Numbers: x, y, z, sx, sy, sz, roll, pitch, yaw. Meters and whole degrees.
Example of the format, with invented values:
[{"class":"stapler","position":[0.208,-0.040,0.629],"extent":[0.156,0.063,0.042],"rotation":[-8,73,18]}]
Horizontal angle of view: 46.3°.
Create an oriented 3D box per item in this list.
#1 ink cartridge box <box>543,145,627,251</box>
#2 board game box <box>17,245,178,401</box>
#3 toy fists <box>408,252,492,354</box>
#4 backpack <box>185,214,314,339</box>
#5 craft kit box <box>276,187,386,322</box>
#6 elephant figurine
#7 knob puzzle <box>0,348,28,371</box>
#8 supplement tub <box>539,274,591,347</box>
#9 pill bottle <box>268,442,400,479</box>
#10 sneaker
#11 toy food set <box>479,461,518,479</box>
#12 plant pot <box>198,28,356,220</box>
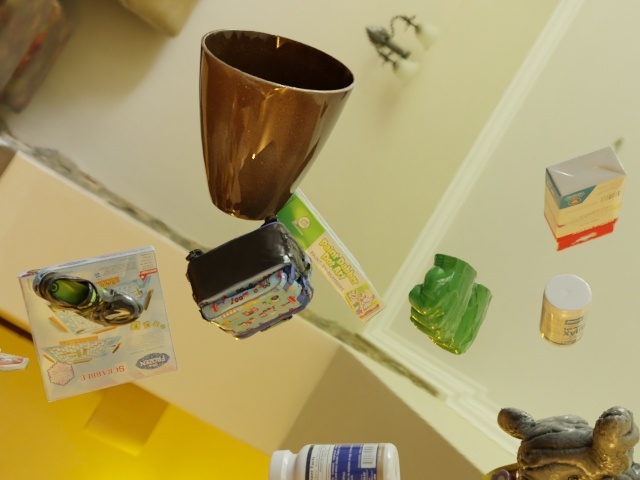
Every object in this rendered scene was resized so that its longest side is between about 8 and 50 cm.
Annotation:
[{"class":"ink cartridge box","position":[0.528,-0.077,1.514],"extent":[0.231,0.134,0.078],"rotation":[65,7,-59]},{"class":"board game box","position":[-0.533,0.199,1.818],"extent":[0.066,0.319,0.318],"rotation":[-151,-128,-71]},{"class":"toy fists","position":[0.240,0.128,1.406],"extent":[0.142,0.096,0.279],"rotation":[-68,152,-11]},{"class":"backpack","position":[-0.082,0.066,1.042],"extent":[0.158,0.173,0.117],"rotation":[-24,-119,8]},{"class":"craft kit box","position":[0.000,0.000,1.323],"extent":[0.061,0.250,0.246],"rotation":[-39,-162,0]},{"class":"elephant figurine","position":[0.259,0.245,0.807],"extent":[0.186,0.239,0.169],"rotation":[-46,-145,5]},{"class":"knob puzzle","position":[-0.591,0.193,1.286],"extent":[0.213,0.213,0.030],"rotation":[171,-70,-76]},{"class":"supplement tub","position":[0.374,0.110,1.149],"extent":[0.107,0.071,0.071],"rotation":[75,34,-51]},{"class":"pill bottle","position":[0.031,0.509,1.589],"extent":[0.153,0.265,0.153],"rotation":[-4,90,-78]},{"class":"sneaker","position":[-0.385,0.102,1.251],"extent":[0.078,0.188,0.067],"rotation":[9,-103,56]},{"class":"toy food set","position":[0.369,0.455,1.334],"extent":[0.218,0.071,0.128],"rotation":[-27,-120,28]},{"class":"plant pot","position":[-0.086,-0.152,1.069],"extent":[0.215,0.215,0.230],"rotation":[-78,-175,-60]}]
